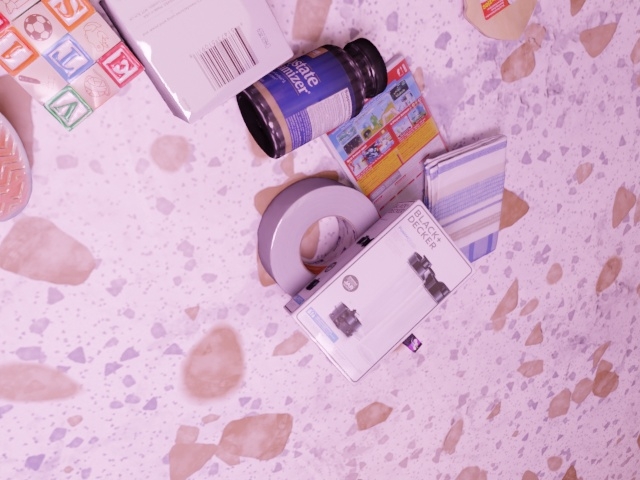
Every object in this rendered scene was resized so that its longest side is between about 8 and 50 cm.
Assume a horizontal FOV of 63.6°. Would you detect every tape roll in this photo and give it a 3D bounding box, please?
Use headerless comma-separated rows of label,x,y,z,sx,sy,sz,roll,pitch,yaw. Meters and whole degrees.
tape roll,0.000,0.000,0.928,0.219,0.072,0.219,-9,113,-23

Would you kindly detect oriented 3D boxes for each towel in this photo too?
towel,0.294,-0.064,1.062,0.209,0.034,0.284,-23,126,-22

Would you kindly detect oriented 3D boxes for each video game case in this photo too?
video game case,0.136,-0.163,0.965,0.204,0.025,0.285,-41,122,-8

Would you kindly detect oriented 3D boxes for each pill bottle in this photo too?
pill bottle,-0.009,-0.228,0.808,0.219,0.123,0.122,-32,120,-15

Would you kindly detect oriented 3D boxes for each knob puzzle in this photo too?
knob puzzle,0.330,-0.462,0.951,0.213,0.030,0.213,-10,112,-25

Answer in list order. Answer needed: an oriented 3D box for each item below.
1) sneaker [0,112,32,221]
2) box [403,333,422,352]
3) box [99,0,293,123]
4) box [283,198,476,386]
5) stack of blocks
sneaker,-0.453,-0.151,0.587,0.108,0.121,0.302,-49,143,-29
box,0.122,0.146,1.021,0.029,0.116,0.162,-48,123,-6
box,-0.167,-0.287,0.704,0.181,0.119,0.181,-38,120,-10
box,0.100,0.082,0.885,0.290,0.087,0.169,-40,98,-9
stack of blocks,-0.383,-0.275,0.615,0.171,0.087,0.297,-43,122,-7
